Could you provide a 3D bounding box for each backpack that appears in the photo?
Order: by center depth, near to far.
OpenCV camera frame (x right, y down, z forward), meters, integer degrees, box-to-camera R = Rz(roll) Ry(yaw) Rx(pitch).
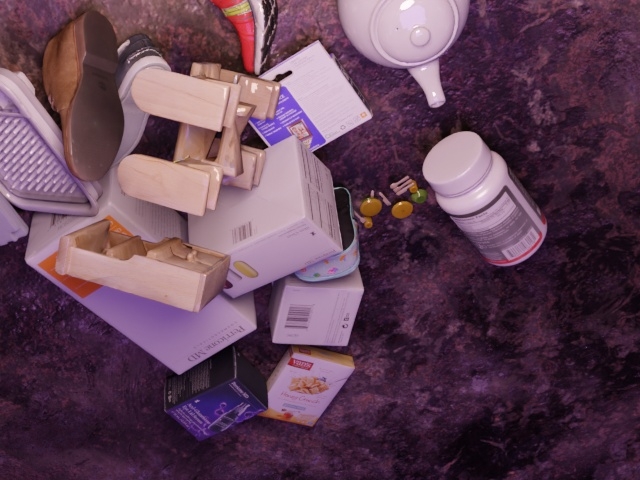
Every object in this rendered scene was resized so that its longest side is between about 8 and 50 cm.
[{"bbox_3d":[0.000,0.000,1.821,0.166,0.188,0.144,-9,131,-3],"label":"backpack"}]

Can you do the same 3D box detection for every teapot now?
[{"bbox_3d":[0.151,-0.398,1.514,0.256,0.187,0.252,18,124,-22],"label":"teapot"}]

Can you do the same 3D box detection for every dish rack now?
[{"bbox_3d":[-0.550,-0.185,1.582,0.285,0.072,0.333,5,140,34],"label":"dish rack"}]

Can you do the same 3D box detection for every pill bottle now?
[{"bbox_3d":[0.340,-0.086,1.826,0.161,0.161,0.283,-32,127,17],"label":"pill bottle"}]

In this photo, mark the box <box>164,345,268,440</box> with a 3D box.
[{"bbox_3d":[-0.254,0.375,2.147,0.207,0.108,0.153,-28,128,14],"label":"box"}]

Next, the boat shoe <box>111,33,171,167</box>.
[{"bbox_3d":[-0.375,-0.245,1.618,0.114,0.091,0.302,8,136,-49],"label":"boat shoe"}]

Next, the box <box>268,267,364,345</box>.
[{"bbox_3d":[-0.014,0.133,1.976,0.182,0.119,0.181,4,129,-13],"label":"box"}]

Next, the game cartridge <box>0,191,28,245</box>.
[{"bbox_3d":[-0.750,-0.047,1.719,0.294,0.060,0.196,-14,136,13],"label":"game cartridge"}]

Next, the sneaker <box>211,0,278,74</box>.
[{"bbox_3d":[-0.144,-0.421,1.521,0.118,0.107,0.279,2,129,12],"label":"sneaker"}]

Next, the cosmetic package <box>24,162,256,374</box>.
[{"bbox_3d":[-0.360,0.066,1.834,0.230,0.161,0.453,-32,128,17],"label":"cosmetic package"}]

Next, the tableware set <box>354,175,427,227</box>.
[{"bbox_3d":[0.151,-0.079,1.892,0.154,0.024,0.104,-34,130,16],"label":"tableware set"}]

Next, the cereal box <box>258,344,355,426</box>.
[{"bbox_3d":[-0.043,0.366,2.214,0.173,0.047,0.240,16,125,-22],"label":"cereal box"}]

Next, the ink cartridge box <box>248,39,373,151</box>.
[{"bbox_3d":[-0.038,-0.266,1.684,0.206,0.045,0.208,-28,131,15],"label":"ink cartridge box"}]

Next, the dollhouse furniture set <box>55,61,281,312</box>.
[{"bbox_3d":[-0.264,-0.114,1.491,0.256,0.362,0.394,15,104,7],"label":"dollhouse furniture set"}]

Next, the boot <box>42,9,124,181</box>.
[{"bbox_3d":[-0.413,-0.234,1.500,0.115,0.305,0.112,-14,159,28],"label":"boot"}]

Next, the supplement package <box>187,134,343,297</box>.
[{"bbox_3d":[-0.113,-0.042,1.718,0.262,0.204,0.145,-24,142,22],"label":"supplement package"}]
